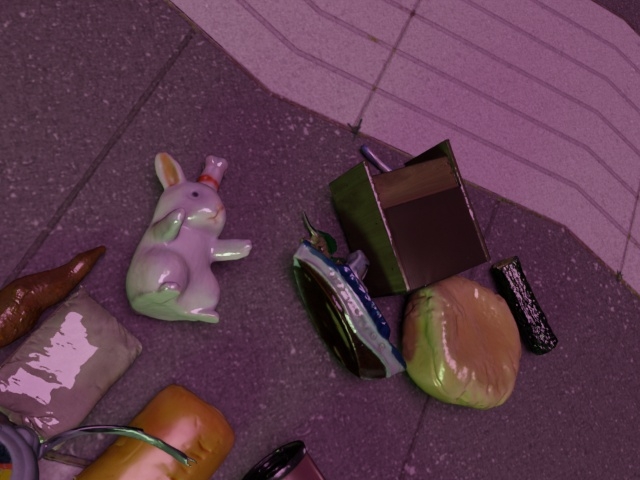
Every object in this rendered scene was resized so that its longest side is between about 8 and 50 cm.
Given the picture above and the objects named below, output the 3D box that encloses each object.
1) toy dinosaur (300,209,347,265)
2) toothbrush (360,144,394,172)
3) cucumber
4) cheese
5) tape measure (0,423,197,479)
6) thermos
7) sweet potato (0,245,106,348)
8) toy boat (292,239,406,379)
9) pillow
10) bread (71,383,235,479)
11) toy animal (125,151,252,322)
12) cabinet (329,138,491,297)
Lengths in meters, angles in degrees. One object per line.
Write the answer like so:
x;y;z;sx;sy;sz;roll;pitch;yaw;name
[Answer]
0.000;0.001;0.972;0.060;0.029;0.119;-22;78;-42;toy dinosaur
0.183;-0.095;1.072;0.269;0.021;0.027;35;59;-9;toothbrush
0.384;0.124;1.074;0.058;0.058;0.187;-20;82;-26;cucumber
0.248;0.171;0.973;0.214;0.117;0.225;14;65;-25;cheese
-0.317;0.284;0.651;0.330;0.084;0.164;17;45;-21;tape measure
0.020;0.453;0.811;0.110;0.136;0.330;-33;89;1;thermos
-0.388;0.072;0.769;0.068;0.068;0.226;43;54;-6;sweet potato
0.055;0.105;0.911;0.115;0.114;0.262;-27;88;-31;toy boat
-0.338;0.165;0.753;0.134;0.078;0.181;42;61;-10;pillow
-0.245;0.328;0.738;0.142;0.091;0.305;48;64;-10;bread
-0.188;-0.021;0.829;0.140;0.138;0.282;37;64;-49;toy animal
0.145;-0.034;0.963;0.175;0.148;0.215;-18;89;-24;cabinet
